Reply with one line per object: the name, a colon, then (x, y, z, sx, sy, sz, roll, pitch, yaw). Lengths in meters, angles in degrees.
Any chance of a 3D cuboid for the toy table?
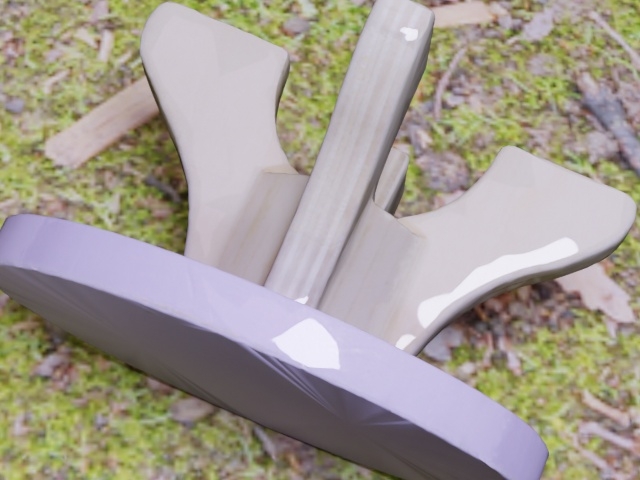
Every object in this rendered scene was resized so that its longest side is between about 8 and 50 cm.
toy table: (0.000, 0.000, 0.819, 0.274, 0.252, 0.161, 26, 74, -5)
